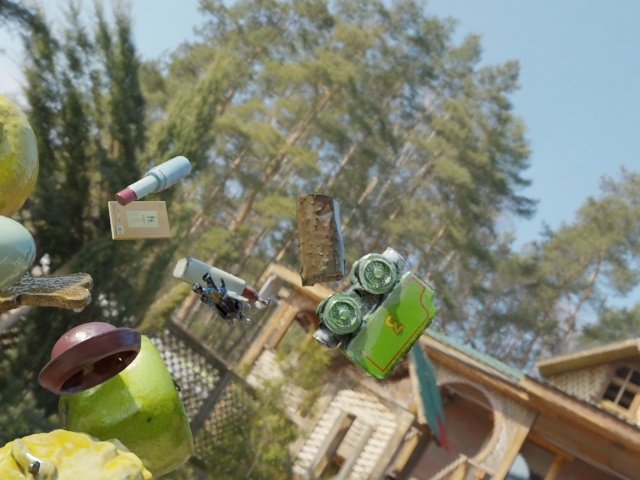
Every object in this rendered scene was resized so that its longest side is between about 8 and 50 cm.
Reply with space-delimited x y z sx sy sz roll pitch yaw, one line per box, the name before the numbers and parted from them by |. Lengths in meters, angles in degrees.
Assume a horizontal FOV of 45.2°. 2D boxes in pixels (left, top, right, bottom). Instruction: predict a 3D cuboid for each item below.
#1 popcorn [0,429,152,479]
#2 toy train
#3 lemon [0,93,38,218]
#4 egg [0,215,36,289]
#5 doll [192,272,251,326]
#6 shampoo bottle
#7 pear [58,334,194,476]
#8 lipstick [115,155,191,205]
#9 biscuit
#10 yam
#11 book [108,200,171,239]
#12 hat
popcorn | -0.438 0.498 1.271 0.349 0.382 0.349 19 28 -11
toy train | 0.142 0.179 1.928 0.249 0.307 0.173 41 -10 -1
lemon | -0.780 -0.176 1.660 0.348 0.348 0.348 31 -16 10
egg | -0.619 0.024 1.401 0.149 0.192 0.149 28 -57 54
doll | -0.249 0.165 2.013 0.195 0.096 0.070 46 3 -30
shampoo bottle | -0.259 0.129 2.128 0.284 0.071 0.153 26 -13 -17
pear | -0.493 0.446 1.869 0.238 0.318 0.343 19 -54 64
lipstick | -0.434 -0.150 1.985 0.061 0.274 0.068 49 -55 -1
biscuit | -0.633 0.110 1.621 0.301 0.049 0.197 1 13 -11
yam | -0.002 0.000 2.036 0.129 0.238 0.128 4 -11 -43
book | -0.525 -0.059 2.237 0.172 0.118 0.012 -1 -20 -32
hat | -0.422 0.204 1.400 0.089 0.205 0.205 58 -9 17
